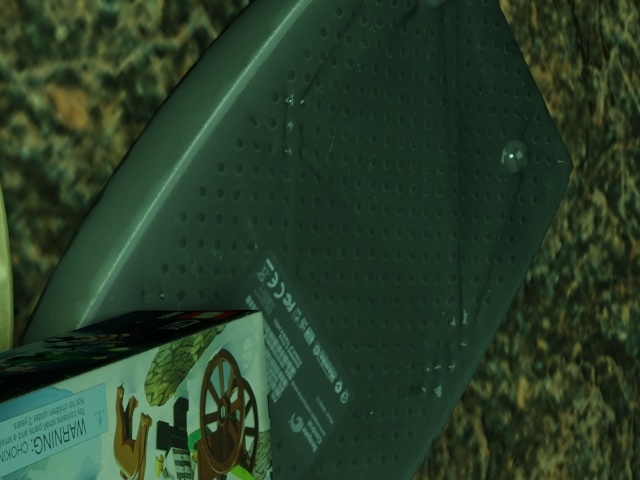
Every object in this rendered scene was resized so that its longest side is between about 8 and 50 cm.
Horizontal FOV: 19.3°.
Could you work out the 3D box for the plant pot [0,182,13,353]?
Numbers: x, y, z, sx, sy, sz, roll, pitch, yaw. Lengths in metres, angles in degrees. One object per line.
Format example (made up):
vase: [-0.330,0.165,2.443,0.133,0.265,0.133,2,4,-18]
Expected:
plant pot: [-0.153,0.004,0.466,0.236,0.032,0.236,-7,90,-67]

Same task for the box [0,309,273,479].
box: [-0.070,0.110,0.463,0.233,0.044,0.159,-17,104,-70]

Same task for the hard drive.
hard drive: [0.000,0.000,0.683,0.254,0.054,0.172,-56,131,-35]
